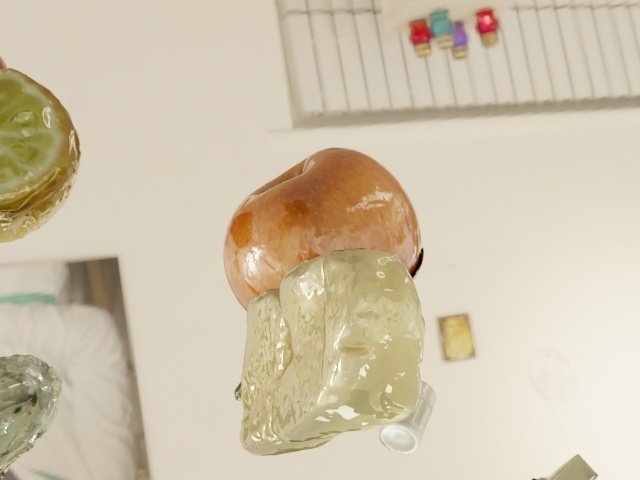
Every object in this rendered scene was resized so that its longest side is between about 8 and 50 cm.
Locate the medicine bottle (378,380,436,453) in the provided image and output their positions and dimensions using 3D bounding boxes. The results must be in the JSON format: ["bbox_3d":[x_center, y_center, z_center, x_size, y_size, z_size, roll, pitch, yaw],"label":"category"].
[{"bbox_3d":[0.115,0.231,1.329,0.057,0.057,0.089,-15,-153,32],"label":"medicine bottle"}]

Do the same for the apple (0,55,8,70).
[{"bbox_3d":[-0.668,-0.247,1.785,0.260,0.216,0.260,-28,160,-11],"label":"apple"}]

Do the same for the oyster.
[{"bbox_3d":[-0.436,0.259,1.303,0.199,0.252,0.087,16,179,20],"label":"oyster"}]

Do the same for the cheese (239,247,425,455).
[{"bbox_3d":[0.005,0.104,0.925,0.093,0.159,0.263,5,159,-26],"label":"cheese"}]

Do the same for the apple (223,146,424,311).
[{"bbox_3d":[0.000,0.000,1.303,0.272,0.206,0.251,-36,-158,-34],"label":"apple"}]

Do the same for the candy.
[{"bbox_3d":[-0.457,-0.121,1.382,0.260,0.260,0.118,-5,160,-24],"label":"candy"}]

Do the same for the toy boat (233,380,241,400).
[{"bbox_3d":[-0.084,0.264,1.985,0.210,0.104,0.052,-55,174,14],"label":"toy boat"}]

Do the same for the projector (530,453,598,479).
[{"bbox_3d":[0.278,0.454,1.545,0.259,0.079,0.257,-27,157,-45],"label":"projector"}]
